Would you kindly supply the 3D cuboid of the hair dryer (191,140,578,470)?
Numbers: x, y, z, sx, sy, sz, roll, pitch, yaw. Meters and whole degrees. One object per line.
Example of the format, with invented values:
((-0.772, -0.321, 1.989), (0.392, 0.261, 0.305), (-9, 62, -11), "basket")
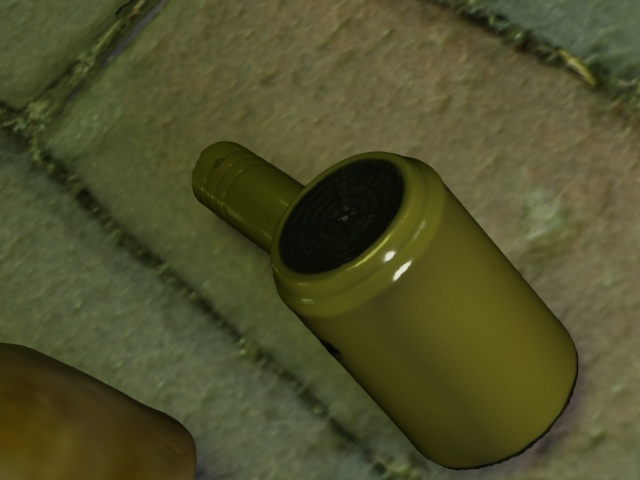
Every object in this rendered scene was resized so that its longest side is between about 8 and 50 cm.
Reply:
((0.000, 0.000, 0.854), (0.090, 0.135, 0.278), (-47, 34, -6), "hair dryer")

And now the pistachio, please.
((-0.178, 0.126, 0.866), (0.212, 0.163, 0.260), (-13, 15, -24), "pistachio")
